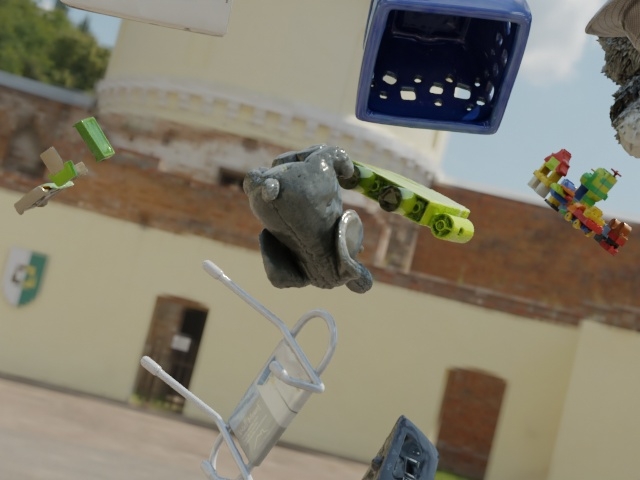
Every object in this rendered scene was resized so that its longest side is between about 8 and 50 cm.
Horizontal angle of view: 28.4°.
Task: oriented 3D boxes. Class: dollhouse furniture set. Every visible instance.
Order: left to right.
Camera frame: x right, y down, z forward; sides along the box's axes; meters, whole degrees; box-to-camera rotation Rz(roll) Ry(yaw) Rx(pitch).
[{"bbox_3d":[-0.351,-0.098,1.684,0.152,0.058,0.076,-32,1,22],"label":"dollhouse furniture set"}]

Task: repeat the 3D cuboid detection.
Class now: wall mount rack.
[{"bbox_3d":[-0.136,0.212,1.992,0.130,0.350,0.304,22,20,-38],"label":"wall mount rack"}]

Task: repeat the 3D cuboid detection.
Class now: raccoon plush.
[{"bbox_3d":[0.528,-0.359,1.878,0.216,0.299,0.446,-4,35,9],"label":"raccoon plush"}]

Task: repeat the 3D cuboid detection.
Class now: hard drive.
[{"bbox_3d":[0.026,0.285,1.035,0.054,0.254,0.172,25,-41,2],"label":"hard drive"}]

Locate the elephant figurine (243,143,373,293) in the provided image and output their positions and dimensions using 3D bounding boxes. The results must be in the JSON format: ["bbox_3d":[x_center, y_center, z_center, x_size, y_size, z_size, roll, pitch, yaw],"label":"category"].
[{"bbox_3d":[0.000,0.000,1.720,0.186,0.239,0.169,-27,15,-26],"label":"elephant figurine"}]

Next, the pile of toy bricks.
[{"bbox_3d":[0.418,-0.071,1.952,0.118,0.105,0.212,33,12,-24],"label":"pile of toy bricks"}]

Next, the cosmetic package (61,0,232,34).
[{"bbox_3d":[-0.251,-0.346,1.837,0.239,0.060,0.099,10,3,-7],"label":"cosmetic package"}]

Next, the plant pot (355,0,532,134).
[{"bbox_3d":[0.183,-0.325,1.980,0.236,0.212,0.236,6,-47,-5],"label":"plant pot"}]

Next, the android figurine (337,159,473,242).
[{"bbox_3d":[0.140,-0.067,2.073,0.248,0.056,0.273,29,8,27],"label":"android figurine"}]

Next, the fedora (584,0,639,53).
[{"bbox_3d":[0.384,-0.193,1.148,0.244,0.124,0.275,-10,-14,-29],"label":"fedora"}]
